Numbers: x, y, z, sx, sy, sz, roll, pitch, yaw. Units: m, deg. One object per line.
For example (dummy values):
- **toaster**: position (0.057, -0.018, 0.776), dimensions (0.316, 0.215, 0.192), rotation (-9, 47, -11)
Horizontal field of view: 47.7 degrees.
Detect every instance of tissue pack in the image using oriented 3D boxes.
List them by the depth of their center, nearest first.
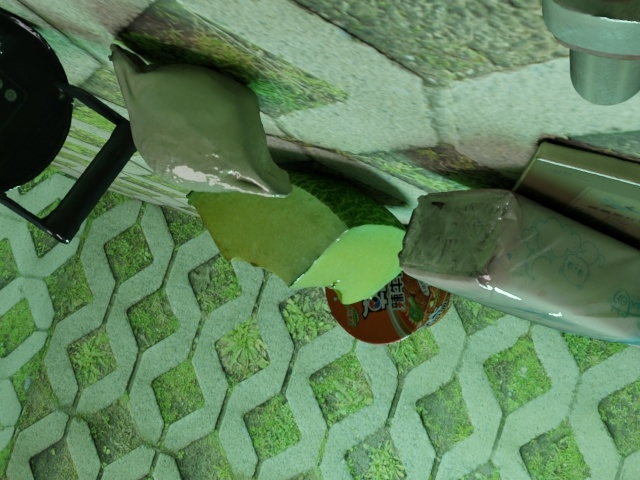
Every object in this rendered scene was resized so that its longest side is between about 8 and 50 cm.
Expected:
- **tissue pack**: position (0.257, 0.032, 0.881), dimensions (0.271, 0.124, 0.201), rotation (21, 172, -24)

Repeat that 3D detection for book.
- **book**: position (0.315, -0.031, 0.770), dimensions (0.216, 0.021, 0.310), rotation (18, 175, 10)

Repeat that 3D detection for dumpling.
- **dumpling**: position (-0.122, -0.120, 0.776), dimensions (0.215, 0.126, 0.166), rotation (14, -169, 2)

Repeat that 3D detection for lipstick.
- **lipstick**: position (0.148, -0.104, 0.366), dimensions (0.063, 0.057, 0.186), rotation (16, 180, 19)

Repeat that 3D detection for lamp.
- **lamp**: position (-0.425, -0.158, 0.863), dimensions (0.374, 0.205, 0.272), rotation (37, 164, -17)

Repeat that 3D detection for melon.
- **melon**: position (0.000, 0.000, 1.207), dimensions (0.331, 0.226, 0.343), rotation (1, 180, 31)

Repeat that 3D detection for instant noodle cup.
- **instant noodle cup**: position (0.163, 0.091, 1.529), dimensions (0.250, 0.251, 0.192), rotation (15, -177, 31)
